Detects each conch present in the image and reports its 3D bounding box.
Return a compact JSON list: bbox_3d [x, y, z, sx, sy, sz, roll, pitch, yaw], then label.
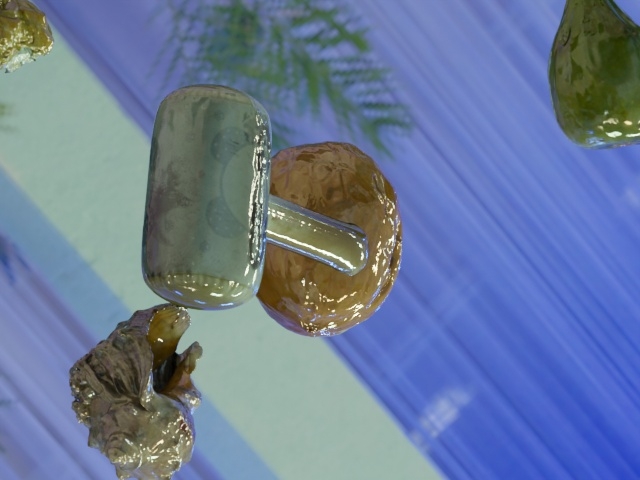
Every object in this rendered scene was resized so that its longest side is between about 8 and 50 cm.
[{"bbox_3d":[-0.191,0.161,1.643,0.245,0.163,0.178,-53,167,-59],"label":"conch"}]

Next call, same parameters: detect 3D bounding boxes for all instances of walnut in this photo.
[{"bbox_3d":[0.000,0.000,1.656,0.195,0.195,0.221,-27,-126,56],"label":"walnut"}]

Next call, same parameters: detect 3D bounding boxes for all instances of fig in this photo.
[{"bbox_3d":[0.382,-0.221,1.968,0.167,0.233,0.167,-22,-150,14],"label":"fig"}]

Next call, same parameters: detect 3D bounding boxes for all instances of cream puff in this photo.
[{"bbox_3d":[-0.451,-0.295,2.054,0.156,0.121,0.156,-14,-173,2],"label":"cream puff"}]

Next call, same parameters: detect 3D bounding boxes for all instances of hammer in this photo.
[{"bbox_3d":[-0.044,-0.021,1.378,0.113,0.201,0.305,1,170,35],"label":"hammer"}]
